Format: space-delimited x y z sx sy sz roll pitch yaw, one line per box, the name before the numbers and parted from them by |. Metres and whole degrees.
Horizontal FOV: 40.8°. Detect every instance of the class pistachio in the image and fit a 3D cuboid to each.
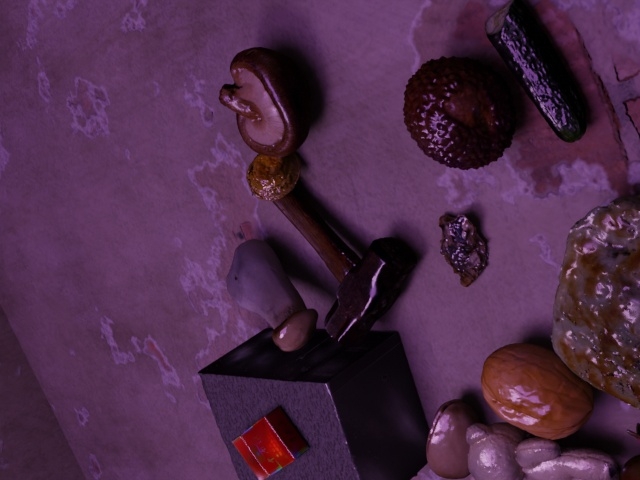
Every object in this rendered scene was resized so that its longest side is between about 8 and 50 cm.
pistachio | 0.270 0.398 1.734 0.108 0.126 0.185 -129 35 -61

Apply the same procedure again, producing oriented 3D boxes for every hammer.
hammer | 0.000 0.000 1.777 0.409 0.095 0.242 48 125 22

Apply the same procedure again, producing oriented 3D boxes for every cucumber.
cucumber | 0.339 -0.259 1.328 0.241 0.074 0.074 57 139 1

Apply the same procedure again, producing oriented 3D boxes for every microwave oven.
microwave oven | -0.011 0.391 1.918 0.432 0.236 0.374 -5 109 46

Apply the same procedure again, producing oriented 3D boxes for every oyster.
oyster | 0.257 0.022 1.583 0.103 0.051 0.148 -2 121 53

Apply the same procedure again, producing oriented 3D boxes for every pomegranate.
pomegranate | 0.566 0.389 1.434 0.129 0.129 0.159 10 110 41

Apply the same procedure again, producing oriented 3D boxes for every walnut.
walnut | 0.381 0.261 1.521 0.206 0.159 0.159 20 125 35

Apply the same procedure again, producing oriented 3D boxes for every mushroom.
mushroom | -0.093 -0.277 1.710 0.194 0.138 0.231 25 140 16
mushroom | -0.108 0.127 1.885 0.329 0.122 0.159 48 149 46

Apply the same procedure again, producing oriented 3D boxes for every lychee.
lychee | 0.217 -0.210 1.404 0.188 0.188 0.188 23 127 35

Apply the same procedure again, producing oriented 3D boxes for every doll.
doll | 0.414 0.403 1.593 0.278 0.149 0.175 3 116 28

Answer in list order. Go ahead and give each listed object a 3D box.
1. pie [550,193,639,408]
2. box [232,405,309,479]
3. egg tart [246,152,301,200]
pie | 0.524 0.120 1.284 0.418 0.180 0.395 21 127 44
box | -0.110 0.434 1.822 0.112 0.048 0.175 52 139 8
egg tart | -0.103 -0.142 1.789 0.130 0.130 0.052 29 168 30
